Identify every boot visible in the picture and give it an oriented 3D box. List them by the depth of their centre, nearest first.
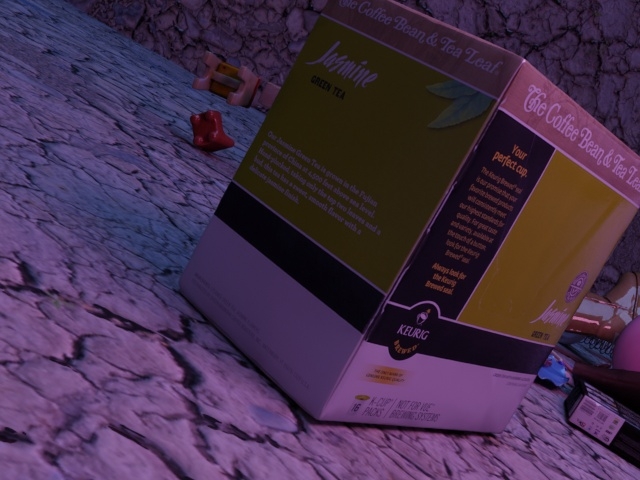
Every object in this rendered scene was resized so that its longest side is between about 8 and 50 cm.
[{"bbox_3d":[0.469,0.226,1.261,0.206,0.090,0.248,16,-15,25],"label":"boot"},{"bbox_3d":[0.521,0.109,1.767,0.269,0.089,0.236,15,33,10],"label":"boot"}]

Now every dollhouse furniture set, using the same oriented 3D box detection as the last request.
[{"bbox_3d":[-0.075,-0.188,1.632,0.374,0.201,0.152,27,8,22],"label":"dollhouse furniture set"}]

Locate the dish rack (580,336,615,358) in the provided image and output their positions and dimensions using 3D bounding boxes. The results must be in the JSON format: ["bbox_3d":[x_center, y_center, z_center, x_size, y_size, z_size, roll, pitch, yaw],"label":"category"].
[{"bbox_3d":[0.661,0.222,2.073,0.208,0.074,0.271,24,13,-26],"label":"dish rack"}]

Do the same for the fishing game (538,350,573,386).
[{"bbox_3d":[0.316,0.156,1.355,0.264,0.041,0.189,16,23,-50],"label":"fishing game"}]

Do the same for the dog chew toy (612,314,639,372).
[{"bbox_3d":[0.671,0.265,1.514,0.206,0.207,0.332,23,19,-37],"label":"dog chew toy"}]

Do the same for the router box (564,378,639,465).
[{"bbox_3d":[0.428,0.266,1.191,0.179,0.046,0.133,32,8,12],"label":"router box"}]

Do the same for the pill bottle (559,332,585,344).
[{"bbox_3d":[0.529,0.162,1.898,0.094,0.094,0.169,30,9,-2],"label":"pill bottle"}]

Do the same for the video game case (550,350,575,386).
[{"bbox_3d":[0.408,0.214,1.495,0.157,0.019,0.143,31,10,1],"label":"video game case"}]

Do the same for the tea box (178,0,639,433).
[{"bbox_3d":[0.104,-0.012,0.825,0.220,0.324,0.329,37,11,38],"label":"tea box"}]
